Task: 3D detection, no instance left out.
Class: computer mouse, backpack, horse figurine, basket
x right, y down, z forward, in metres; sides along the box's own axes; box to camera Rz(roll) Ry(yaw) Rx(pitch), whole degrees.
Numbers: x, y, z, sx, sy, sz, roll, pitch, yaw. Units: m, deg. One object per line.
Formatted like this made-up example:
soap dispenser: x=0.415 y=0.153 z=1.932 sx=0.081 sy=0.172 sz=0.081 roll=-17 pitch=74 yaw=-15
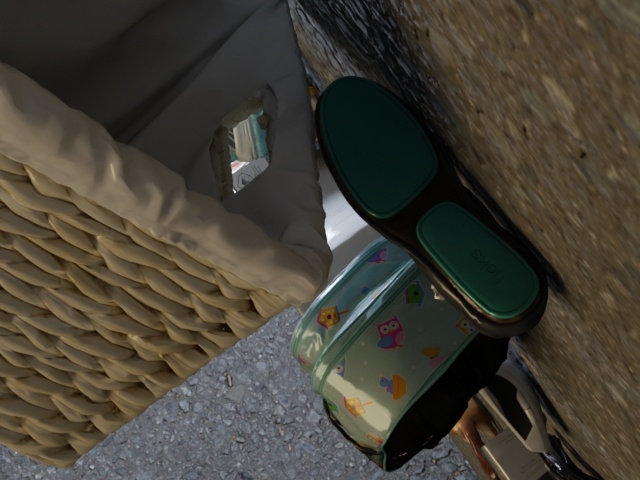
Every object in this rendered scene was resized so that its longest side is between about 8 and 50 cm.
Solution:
computer mouse: x=0.188 y=0.157 z=1.082 sx=0.193 sy=0.042 sz=0.106 roll=50 pitch=-176 yaw=-20
backpack: x=0.064 y=0.081 z=0.923 sx=0.144 sy=0.166 sz=0.188 roll=44 pitch=173 yaw=9
horse figurine: x=0.196 y=0.248 z=1.718 sx=0.174 sy=0.066 sz=0.263 roll=49 pitch=-178 yaw=-31
basket: x=-0.207 y=-0.083 z=0.766 sx=0.331 sy=0.266 sz=0.328 roll=33 pitch=-149 yaw=-33

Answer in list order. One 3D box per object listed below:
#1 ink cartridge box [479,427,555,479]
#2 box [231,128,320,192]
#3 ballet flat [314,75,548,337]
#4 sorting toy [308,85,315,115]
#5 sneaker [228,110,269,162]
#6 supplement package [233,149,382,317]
ink cartridge box: x=0.247 y=0.276 z=1.269 sx=0.180 sy=0.060 sz=0.104 roll=54 pitch=176 yaw=12
box: x=-0.069 y=-0.112 z=1.357 sx=0.036 sy=0.114 sz=0.207 roll=55 pitch=177 yaw=-21
ballet flat: x=0.067 y=-0.017 z=0.754 sx=0.203 sy=0.074 sz=0.074 roll=51 pitch=176 yaw=22
sorting toy: x=-0.037 y=-0.150 z=1.147 sx=0.083 sy=0.045 sz=0.075 roll=81 pitch=165 yaw=-62
sneaker: x=-0.136 y=-0.193 z=1.081 sx=0.110 sy=0.122 sz=0.283 roll=93 pitch=156 yaw=-74
supplement package: x=0.000 y=0.000 z=1.323 sx=0.139 sy=0.134 sz=0.244 roll=56 pitch=176 yaw=-35
